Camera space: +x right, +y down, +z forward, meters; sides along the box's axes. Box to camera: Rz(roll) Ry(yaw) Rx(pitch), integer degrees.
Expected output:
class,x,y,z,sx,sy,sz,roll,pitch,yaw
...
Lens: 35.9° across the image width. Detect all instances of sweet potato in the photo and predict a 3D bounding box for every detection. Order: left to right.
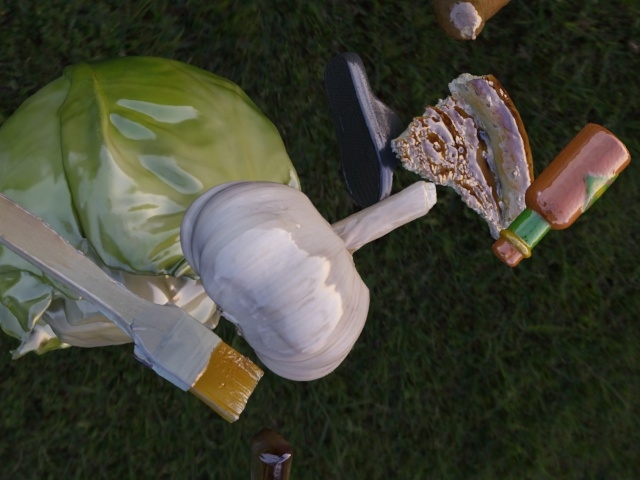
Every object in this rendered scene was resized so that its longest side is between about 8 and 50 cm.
class,x,y,z,sx,sy,sz,roll,pitch,yaw
sweet potato,0.226,-0.338,1.164,0.092,0.114,0.341,46,64,-12

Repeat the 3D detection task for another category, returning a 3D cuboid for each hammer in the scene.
class,x,y,z,sx,sy,sz,roll,pitch,yaw
hammer,-0.086,0.414,1.480,0.095,0.242,0.409,-29,144,-27

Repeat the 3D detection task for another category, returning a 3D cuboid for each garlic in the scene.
class,x,y,z,sx,sy,sz,roll,pitch,yaw
garlic,0.000,0.000,0.880,0.226,0.199,0.199,-35,107,-2

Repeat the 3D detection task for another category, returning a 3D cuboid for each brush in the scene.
class,x,y,z,sx,sy,sz,roll,pitch,yaw
brush,-0.204,0.058,0.972,0.336,0.085,0.020,38,135,-7

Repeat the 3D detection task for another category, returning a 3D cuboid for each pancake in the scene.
class,x,y,z,sx,sy,sz,roll,pitch,yaw
pancake,0.215,-0.118,1.439,0.244,0.057,0.266,-6,84,-32

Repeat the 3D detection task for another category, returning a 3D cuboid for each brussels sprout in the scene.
class,x,y,z,sx,sy,sz,roll,pitch,yaw
brussels sprout,-0.239,-0.055,1.224,0.425,0.342,0.361,-12,75,21

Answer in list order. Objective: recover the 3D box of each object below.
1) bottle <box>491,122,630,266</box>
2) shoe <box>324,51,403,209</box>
class,x,y,z,sx,sy,sz,roll,pitch,yaw
bottle,0.270,-0.047,1.133,0.069,0.069,0.187,43,90,-16
shoe,0.082,-0.170,1.492,0.093,0.108,0.241,-11,82,-31
